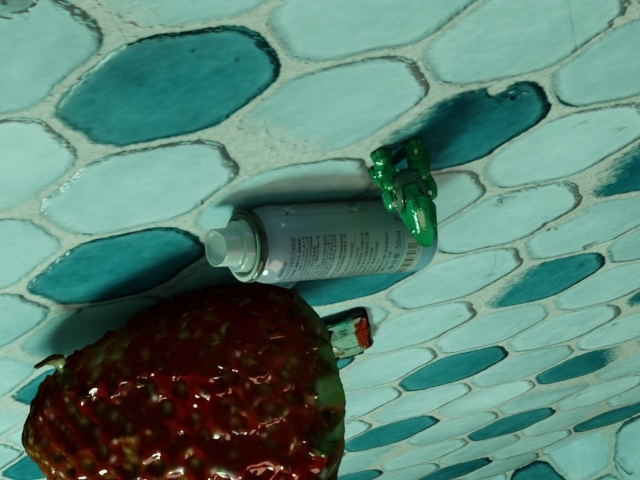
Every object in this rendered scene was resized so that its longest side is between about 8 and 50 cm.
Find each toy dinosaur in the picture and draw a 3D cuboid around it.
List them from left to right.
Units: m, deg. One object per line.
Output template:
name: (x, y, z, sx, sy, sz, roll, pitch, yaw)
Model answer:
toy dinosaur: (0.083, -0.033, 1.321, 0.059, 0.096, 0.132, -16, 158, 2)

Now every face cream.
face cream: (0.000, 0.000, 1.374, 0.229, 0.075, 0.075, -3, 156, -34)

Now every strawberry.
strawberry: (-0.142, 0.171, 1.488, 0.344, 0.292, 0.292, -3, 159, -3)

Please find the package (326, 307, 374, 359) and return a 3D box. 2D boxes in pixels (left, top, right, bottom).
package: (-0.045, 0.151, 1.806, 0.232, 0.040, 0.166, -17, 160, -2)
